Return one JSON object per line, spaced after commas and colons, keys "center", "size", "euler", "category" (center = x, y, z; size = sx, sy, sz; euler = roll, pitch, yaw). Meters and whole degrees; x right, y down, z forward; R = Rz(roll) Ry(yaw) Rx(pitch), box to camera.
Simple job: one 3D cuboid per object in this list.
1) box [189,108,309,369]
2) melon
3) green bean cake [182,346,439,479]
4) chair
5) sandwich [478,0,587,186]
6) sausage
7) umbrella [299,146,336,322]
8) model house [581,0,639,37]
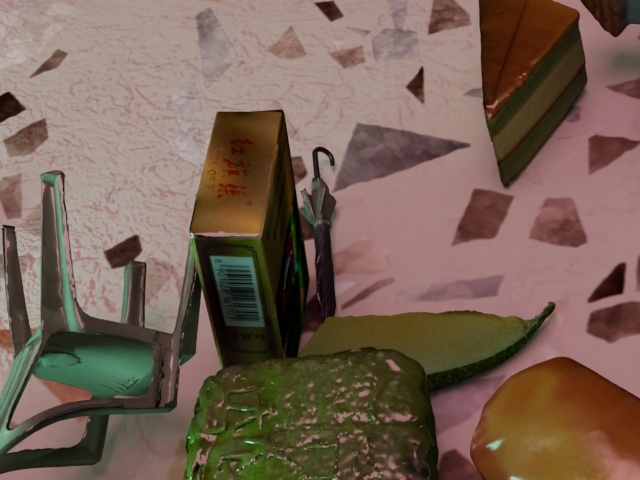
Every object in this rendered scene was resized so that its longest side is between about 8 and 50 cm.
{"center": [-0.060, 0.017, 1.133], "size": [0.071, 0.240, 0.159], "euler": [0, 49, 6], "category": "box"}
{"center": [0.094, 0.098, 1.156], "size": [0.262, 0.053, 0.114], "euler": [-11, 36, 1], "category": "melon"}
{"center": [-0.004, 0.202, 1.036], "size": [0.214, 0.113, 0.200], "euler": [-7, 50, 11], "category": "green bean cake"}
{"center": [-0.216, 0.096, 1.078], "size": [0.191, 0.203, 0.274], "euler": [12, 60, -26], "category": "chair"}
{"center": [0.184, -0.172, 1.321], "size": [0.144, 0.117, 0.187], "euler": [23, 60, 35], "category": "sandwich"}
{"center": [0.234, 0.188, 0.971], "size": [0.241, 0.120, 0.136], "euler": [28, 76, 34], "category": "sausage"}
{"center": [-0.005, -0.002, 1.276], "size": [0.044, 0.044, 0.269], "euler": [-45, 32, 39], "category": "umbrella"}
{"center": [0.412, -0.254, 1.200], "size": [0.329, 0.294, 0.251], "euler": [4, 46, 17], "category": "model house"}
